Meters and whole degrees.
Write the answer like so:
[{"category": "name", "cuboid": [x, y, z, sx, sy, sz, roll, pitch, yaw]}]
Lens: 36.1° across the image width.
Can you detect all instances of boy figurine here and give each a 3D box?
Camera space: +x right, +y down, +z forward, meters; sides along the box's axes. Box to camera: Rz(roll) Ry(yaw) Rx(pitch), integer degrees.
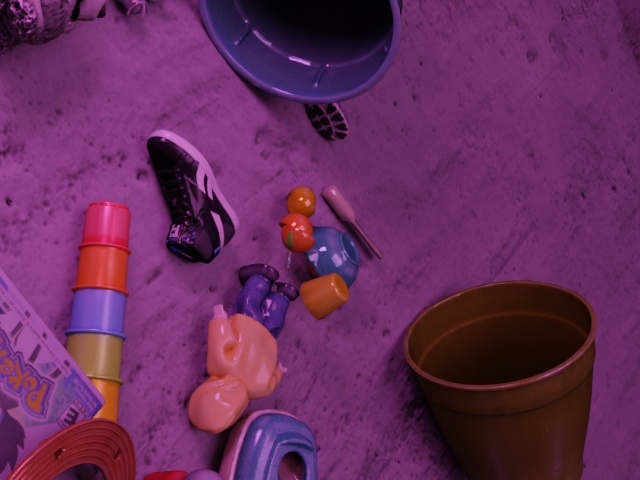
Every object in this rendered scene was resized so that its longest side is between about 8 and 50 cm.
[{"category": "boy figurine", "cuboid": [-0.120, 0.183, 1.562, 0.177, 0.092, 0.285, 43, 55, -36]}]

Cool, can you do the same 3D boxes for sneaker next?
[{"category": "sneaker", "cuboid": [-0.211, -0.055, 1.507, 0.217, 0.079, 0.121, 55, 46, -28]}, {"category": "sneaker", "cuboid": [0.011, -0.265, 1.810, 0.071, 0.068, 0.170, -47, 117, -48]}]

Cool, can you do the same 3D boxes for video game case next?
[{"category": "video game case", "cuboid": [-0.436, 0.173, 1.124, 0.300, 0.036, 0.329, -51, 120, -38]}]

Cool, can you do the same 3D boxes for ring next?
[{"category": "ring", "cuboid": [-0.342, 0.373, 1.214, 0.336, 0.032, 0.336, -49, 150, -42]}]

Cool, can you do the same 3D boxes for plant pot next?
[{"category": "plant pot", "cuboid": [0.013, -0.468, 1.671, 0.341, 0.341, 0.334, 53, 41, -28]}, {"category": "plant pot", "cuboid": [0.380, 0.322, 1.941, 0.366, 0.366, 0.353, -42, 126, -44]}]

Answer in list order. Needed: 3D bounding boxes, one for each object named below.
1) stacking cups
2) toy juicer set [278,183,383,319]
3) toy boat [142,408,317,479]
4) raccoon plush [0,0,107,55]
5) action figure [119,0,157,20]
[{"category": "stacking cups", "cuboid": [-0.316, 0.103, 1.365, 0.096, 0.096, 0.316, 17, 67, -46]}, {"category": "toy juicer set", "cuboid": [0.000, 0.000, 1.744, 0.209, 0.089, 0.329, 60, 22, -5]}, {"category": "toy boat", "cuboid": [-0.112, 0.386, 1.490, 0.318, 0.148, 0.267, 18, 71, -46]}, {"category": "raccoon plush", "cuboid": [-0.465, -0.443, 1.275, 0.446, 0.216, 0.299, 27, 75, -11]}, {"category": "action figure", "cuboid": [-0.287, -0.474, 1.487, 0.185, 0.099, 0.285, -5, 91, -58]}]
